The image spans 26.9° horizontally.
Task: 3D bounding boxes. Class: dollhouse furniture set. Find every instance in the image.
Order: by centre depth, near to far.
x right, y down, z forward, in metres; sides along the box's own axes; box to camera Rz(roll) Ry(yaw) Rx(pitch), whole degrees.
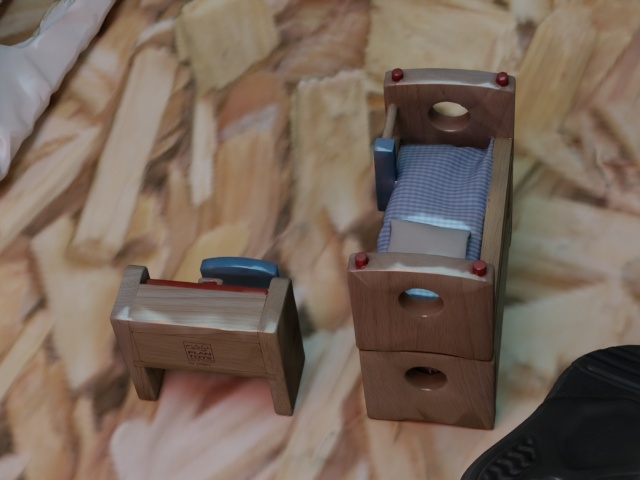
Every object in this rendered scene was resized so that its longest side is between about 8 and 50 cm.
[{"bbox_3d":[0.000,0.000,0.669,0.184,0.129,0.129,4,52,10],"label":"dollhouse furniture set"}]

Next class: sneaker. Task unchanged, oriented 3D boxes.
[{"bbox_3d":[0.125,0.128,0.589,0.087,0.130,0.227,22,29,28],"label":"sneaker"}]

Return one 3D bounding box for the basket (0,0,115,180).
[{"bbox_3d":[-0.285,-0.259,0.787,0.267,0.331,0.328,9,52,16],"label":"basket"}]
